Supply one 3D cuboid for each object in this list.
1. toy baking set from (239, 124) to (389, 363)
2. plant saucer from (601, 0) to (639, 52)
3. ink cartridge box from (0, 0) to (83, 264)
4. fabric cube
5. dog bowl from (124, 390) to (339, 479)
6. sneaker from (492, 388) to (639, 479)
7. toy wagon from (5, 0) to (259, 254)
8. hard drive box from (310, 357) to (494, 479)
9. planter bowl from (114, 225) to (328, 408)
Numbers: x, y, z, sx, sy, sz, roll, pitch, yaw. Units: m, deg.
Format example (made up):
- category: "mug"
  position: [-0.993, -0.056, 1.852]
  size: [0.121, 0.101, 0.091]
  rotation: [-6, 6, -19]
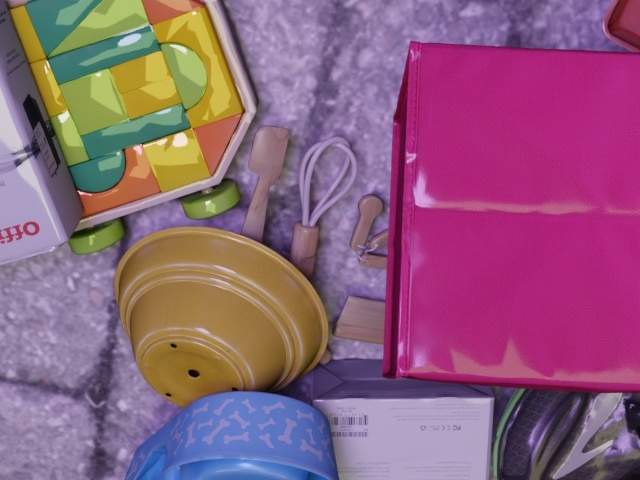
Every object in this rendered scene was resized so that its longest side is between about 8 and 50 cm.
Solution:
- category: "toy baking set"
  position: [-0.004, 0.006, 1.043]
  size: [0.256, 0.030, 0.196]
  rotation: [37, 101, -26]
- category: "plant saucer"
  position: [0.395, -0.236, 0.926]
  size: [0.259, 0.048, 0.258]
  rotation: [24, 92, -10]
- category: "ink cartridge box"
  position: [-0.311, -0.083, 0.917]
  size: [0.153, 0.087, 0.208]
  rotation: [-14, 110, 6]
- category: "fabric cube"
  position: [0.188, -0.006, 0.888]
  size: [0.258, 0.254, 0.259]
  rotation: [3, 84, 2]
- category: "dog bowl"
  position: [-0.093, 0.226, 1.043]
  size: [0.166, 0.074, 0.297]
  rotation: [19, 145, -22]
- category: "sneaker"
  position: [0.391, 0.152, 1.021]
  size: [0.483, 0.202, 0.185]
  rotation: [-22, 109, 8]
- category: "toy wagon"
  position: [-0.235, -0.117, 0.986]
  size: [0.344, 0.068, 0.267]
  rotation: [-17, 110, 6]
- category: "hard drive box"
  position: [0.080, 0.244, 1.115]
  size: [0.181, 0.089, 0.232]
  rotation: [0, 111, 0]
- category: "planter bowl"
  position: [-0.108, 0.097, 1.015]
  size: [0.217, 0.090, 0.217]
  rotation: [9, 132, 10]
